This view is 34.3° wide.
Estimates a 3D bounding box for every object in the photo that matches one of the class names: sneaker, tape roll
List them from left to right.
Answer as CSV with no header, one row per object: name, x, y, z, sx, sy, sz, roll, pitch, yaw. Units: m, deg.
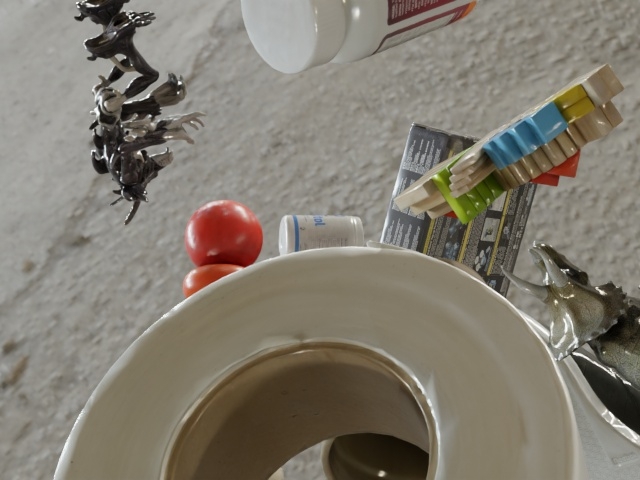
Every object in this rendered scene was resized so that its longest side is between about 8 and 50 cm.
tape roll,0.002,0.140,0.560,0.286,0.100,0.286,-12,47,14
sneaker,0.298,0.159,1.067,0.147,0.104,0.296,-20,52,-39

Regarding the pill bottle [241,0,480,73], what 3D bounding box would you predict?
pill bottle,0.043,-0.233,0.953,0.221,0.121,0.121,-27,30,-35

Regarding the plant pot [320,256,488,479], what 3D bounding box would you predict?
plant pot,0.161,0.186,1.449,0.323,0.323,0.280,-17,44,17

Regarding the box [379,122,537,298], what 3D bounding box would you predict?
box,0.236,0.011,1.834,0.097,0.318,0.395,21,102,39

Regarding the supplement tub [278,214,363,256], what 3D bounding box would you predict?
supplement tub,0.000,0.000,1.428,0.107,0.071,0.071,0,35,-12

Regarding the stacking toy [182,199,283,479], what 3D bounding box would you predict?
stacking toy,-0.112,0.113,1.147,0.141,0.141,0.330,-11,66,24

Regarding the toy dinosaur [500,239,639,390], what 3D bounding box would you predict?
toy dinosaur,0.317,0.101,0.905,0.313,0.121,0.160,25,20,31

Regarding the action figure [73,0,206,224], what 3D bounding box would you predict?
action figure,-0.213,-0.154,1.245,0.141,0.275,0.164,-15,40,-18

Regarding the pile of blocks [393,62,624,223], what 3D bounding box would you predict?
pile of blocks,0.274,-0.102,1.455,0.362,0.112,0.149,-32,6,35
